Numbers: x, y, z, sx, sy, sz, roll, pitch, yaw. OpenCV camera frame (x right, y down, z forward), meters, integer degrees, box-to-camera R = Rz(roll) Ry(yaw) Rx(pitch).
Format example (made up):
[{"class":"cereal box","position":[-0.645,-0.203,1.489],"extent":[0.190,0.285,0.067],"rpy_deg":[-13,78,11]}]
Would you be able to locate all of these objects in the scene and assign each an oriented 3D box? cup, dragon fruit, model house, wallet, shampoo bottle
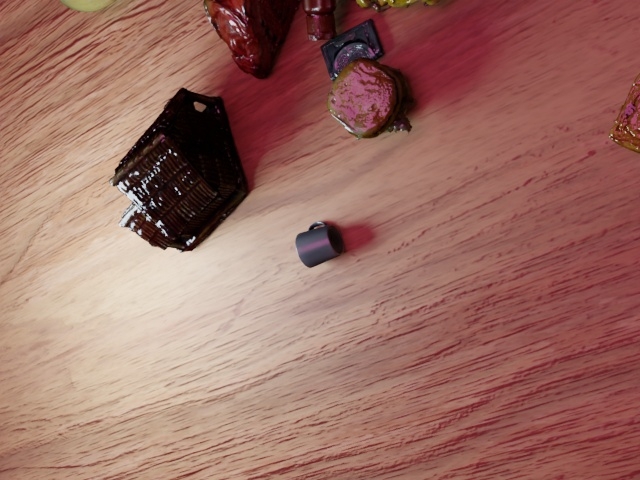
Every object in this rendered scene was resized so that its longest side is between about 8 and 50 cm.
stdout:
[{"class":"cup","position":[0.000,0.000,1.746],"extent":[0.077,0.078,0.100],"rpy_deg":[-20,51,26]},{"class":"dragon fruit","position":[-0.126,-0.502,1.756],"extent":[0.240,0.302,0.330],"rpy_deg":[-1,110,1]},{"class":"model house","position":[-0.350,-0.150,1.826],"extent":[0.317,0.282,0.297],"rpy_deg":[-38,73,26]},{"class":"wallet","position":[0.062,-0.389,1.711],"extent":[0.129,0.026,0.088],"rpy_deg":[-23,80,31]},{"class":"shampoo bottle","position":[-0.009,-0.534,1.668],"extent":[0.102,0.064,0.260],"rpy_deg":[-146,46,-62]}]

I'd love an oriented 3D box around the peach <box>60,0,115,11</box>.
[{"class":"peach","position":[-0.542,-0.663,1.990],"extent":[0.232,0.232,0.232],"rpy_deg":[1,93,32]}]

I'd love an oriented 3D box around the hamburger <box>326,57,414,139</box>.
[{"class":"hamburger","position":[0.109,-0.270,1.635],"extent":[0.185,0.131,0.159],"rpy_deg":[43,104,16]}]

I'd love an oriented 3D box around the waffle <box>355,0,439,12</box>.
[{"class":"waffle","position":[0.141,-0.630,1.588],"extent":[0.382,0.095,0.379],"rpy_deg":[15,111,41]}]

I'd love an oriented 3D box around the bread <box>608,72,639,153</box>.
[{"class":"bread","position":[0.576,-0.196,1.337],"extent":[0.149,0.143,0.158],"rpy_deg":[37,110,32]}]
